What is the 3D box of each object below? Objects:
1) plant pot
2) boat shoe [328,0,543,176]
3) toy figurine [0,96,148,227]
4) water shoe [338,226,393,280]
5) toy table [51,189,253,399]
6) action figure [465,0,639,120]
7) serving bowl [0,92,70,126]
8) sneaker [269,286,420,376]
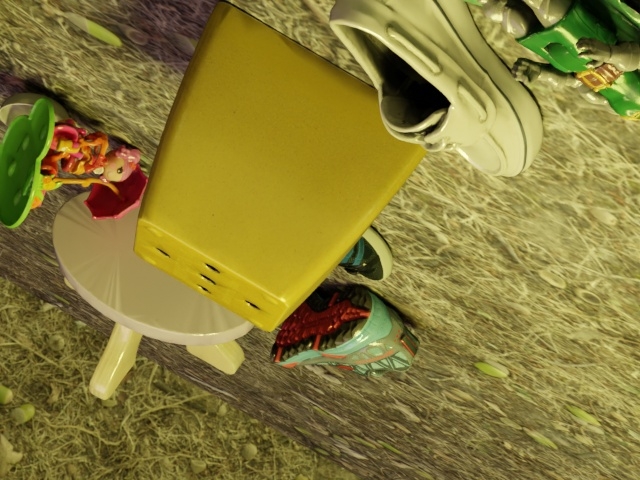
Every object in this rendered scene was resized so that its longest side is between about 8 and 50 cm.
[{"bbox_3d":[-0.051,-0.043,1.309,0.212,0.187,0.212,30,165,-1],"label":"plant pot"},{"bbox_3d":[0.075,-0.107,1.069,0.095,0.084,0.258,16,159,41],"label":"boat shoe"},{"bbox_3d":[-0.270,-0.084,1.748,0.159,0.130,0.173,7,137,-32],"label":"toy figurine"},{"bbox_3d":[0.000,0.000,1.547,0.073,0.080,0.203,16,159,42],"label":"water shoe"},{"bbox_3d":[-0.202,0.065,1.863,0.274,0.252,0.161,38,151,17],"label":"toy table"},{"bbox_3d":[0.154,-0.126,0.928,0.232,0.063,0.137,32,162,-21],"label":"action figure"},{"bbox_3d":[-0.327,-0.148,1.753,0.083,0.027,0.083,8,156,3],"label":"serving bowl"},{"bbox_3d":[0.030,0.132,1.866,0.125,0.104,0.262,33,164,-19],"label":"sneaker"}]
